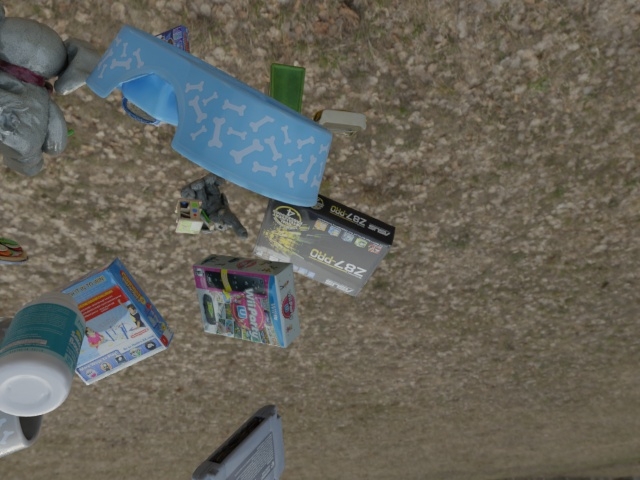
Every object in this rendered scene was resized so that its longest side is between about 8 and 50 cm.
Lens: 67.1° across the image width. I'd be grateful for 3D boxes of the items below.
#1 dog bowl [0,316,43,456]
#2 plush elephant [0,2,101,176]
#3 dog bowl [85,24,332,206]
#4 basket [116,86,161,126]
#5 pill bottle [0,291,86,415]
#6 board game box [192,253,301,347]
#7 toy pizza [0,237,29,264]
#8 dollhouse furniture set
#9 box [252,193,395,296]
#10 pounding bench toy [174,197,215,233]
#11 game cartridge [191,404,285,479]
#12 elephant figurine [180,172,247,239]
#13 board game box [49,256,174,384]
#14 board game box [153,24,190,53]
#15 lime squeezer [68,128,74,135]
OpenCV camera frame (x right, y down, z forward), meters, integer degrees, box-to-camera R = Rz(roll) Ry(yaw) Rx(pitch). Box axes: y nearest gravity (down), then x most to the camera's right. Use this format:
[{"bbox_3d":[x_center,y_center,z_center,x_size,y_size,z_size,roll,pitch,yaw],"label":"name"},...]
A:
[{"bbox_3d":[-0.763,0.352,1.184,0.102,0.349,0.349,-3,146,-19],"label":"dog bowl"},{"bbox_3d":[-0.569,-0.296,0.889,0.329,0.256,0.271,2,158,45],"label":"plush elephant"},{"bbox_3d":[-0.112,-0.137,0.502,0.165,0.297,0.074,3,118,-59],"label":"dog bowl"},{"bbox_3d":[-0.642,-0.535,1.766,0.288,0.254,0.201,10,106,-58],"label":"basket"},{"bbox_3d":[-0.580,0.219,1.008,0.146,0.264,0.146,-7,122,-12],"label":"pill bottle"},{"bbox_3d":[-0.217,0.170,1.410,0.303,0.097,0.224,4,110,29],"label":"board game box"},{"bbox_3d":[-0.828,0.007,1.196,0.201,0.032,0.201,23,-179,0],"label":"toy pizza"},{"bbox_3d":[-0.017,-0.413,1.456,0.301,0.152,0.197,3,-176,-14],"label":"dollhouse furniture set"},{"bbox_3d":[0.000,0.000,1.563,0.394,0.097,0.318,24,141,-3],"label":"box"},{"bbox_3d":[-0.279,-0.056,1.079,0.083,0.065,0.052,5,147,-25],"label":"pounding bench toy"},{"bbox_3d":[-0.175,0.533,1.090,0.062,0.198,0.297,6,-167,24],"label":"game cartridge"},{"bbox_3d":[-0.361,-0.097,1.634,0.169,0.186,0.240,-27,106,8],"label":"elephant figurine"},{"bbox_3d":[-0.664,0.251,1.467,0.308,0.086,0.302,-25,110,10],"label":"board game box"},{"bbox_3d":[-0.544,-0.651,1.682,0.201,0.136,0.035,-6,178,28],"label":"board game box"},{"bbox_3d":[-0.839,-0.282,1.349,0.310,0.110,0.059,-5,130,-47],"label":"lime squeezer"}]
